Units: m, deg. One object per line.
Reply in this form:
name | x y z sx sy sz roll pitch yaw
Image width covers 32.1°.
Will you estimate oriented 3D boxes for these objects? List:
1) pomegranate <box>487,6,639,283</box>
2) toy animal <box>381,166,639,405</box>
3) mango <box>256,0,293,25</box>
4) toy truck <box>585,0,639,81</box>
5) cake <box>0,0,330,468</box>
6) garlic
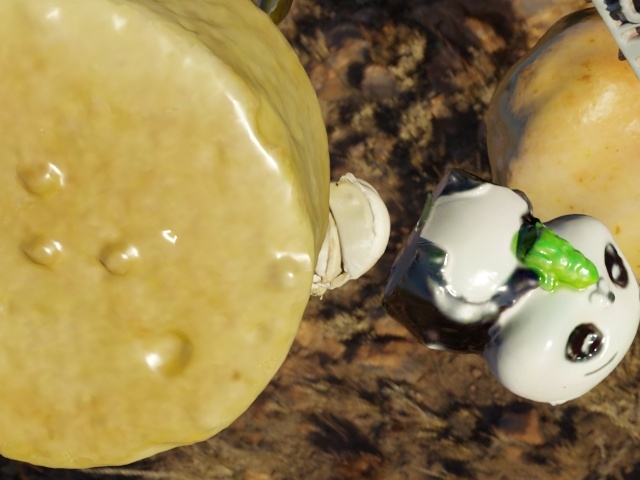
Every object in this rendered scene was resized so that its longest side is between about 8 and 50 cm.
pomegranate | 0.419 -0.126 1.576 0.412 0.411 0.411 -16 52 22
toy animal | 0.208 0.050 1.179 0.267 0.212 0.212 23 70 6
mango | -0.073 -0.374 1.730 0.057 0.079 0.114 16 50 0
toy truck | 0.315 -0.210 0.912 0.173 0.387 0.207 -20 26 38
cake | -0.147 -0.052 0.769 0.332 0.332 0.321 -27 20 14
garlic | 0.000 0.001 1.966 0.281 0.185 0.203 -12 86 15
